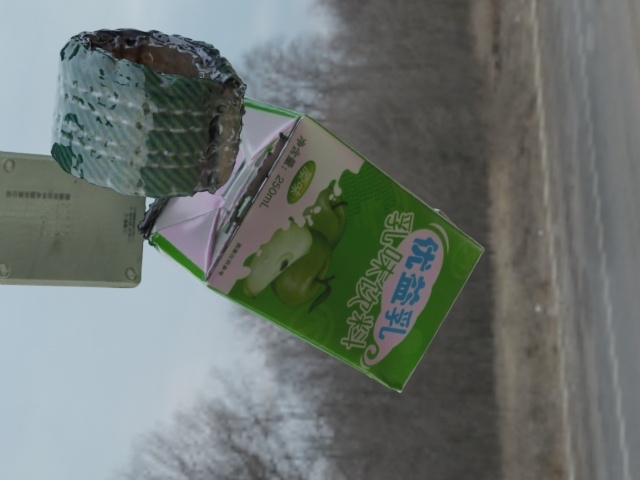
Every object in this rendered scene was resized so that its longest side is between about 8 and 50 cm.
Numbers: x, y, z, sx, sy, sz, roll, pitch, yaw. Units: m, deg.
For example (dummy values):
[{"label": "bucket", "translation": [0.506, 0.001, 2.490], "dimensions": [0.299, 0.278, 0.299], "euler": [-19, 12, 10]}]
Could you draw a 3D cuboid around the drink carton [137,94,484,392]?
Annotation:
[{"label": "drink carton", "translation": [0.000, 0.000, 0.990], "dimensions": [0.271, 0.108, 0.161], "euler": [34, -94, -42]}]

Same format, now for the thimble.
[{"label": "thimble", "translation": [-0.120, -0.089, 0.799], "dimensions": [0.135, 0.119, 0.090], "euler": [37, 125, 48]}]

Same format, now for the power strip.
[{"label": "power strip", "translation": [-0.299, -0.021, 0.876], "dimensions": [0.043, 0.367, 0.106], "euler": [3, 89, 57]}]
